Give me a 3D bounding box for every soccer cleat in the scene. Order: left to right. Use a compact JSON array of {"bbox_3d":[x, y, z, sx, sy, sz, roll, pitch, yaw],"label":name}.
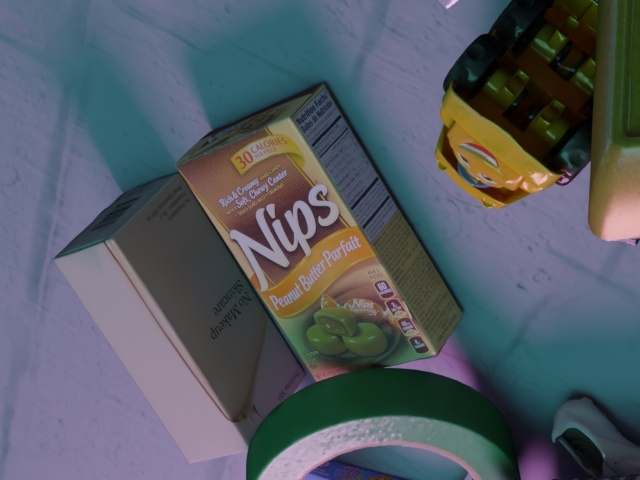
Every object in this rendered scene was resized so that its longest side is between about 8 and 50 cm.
[{"bbox_3d":[0.340,0.251,1.589,0.196,0.076,0.068,35,133,4],"label":"soccer cleat"}]

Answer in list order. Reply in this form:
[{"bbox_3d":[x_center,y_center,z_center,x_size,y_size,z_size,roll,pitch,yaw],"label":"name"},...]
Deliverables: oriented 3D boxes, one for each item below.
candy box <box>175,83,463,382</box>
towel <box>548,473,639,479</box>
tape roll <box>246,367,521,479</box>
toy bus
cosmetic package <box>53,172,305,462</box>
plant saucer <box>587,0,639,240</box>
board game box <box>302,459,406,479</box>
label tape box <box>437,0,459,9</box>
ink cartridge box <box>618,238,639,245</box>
[{"bbox_3d":[0.000,0.000,1.605,0.183,0.087,0.316,-19,111,39],"label":"candy box"},{"bbox_3d":[0.318,0.351,1.594,0.235,0.121,0.284,-10,144,28],"label":"towel"},{"bbox_3d":[0.073,0.286,1.678,0.321,0.077,0.321,-2,130,-2],"label":"tape roll"},{"bbox_3d":[0.178,-0.106,1.343,0.149,0.220,0.211,41,140,3],"label":"toy bus"},{"bbox_3d":[-0.165,0.095,1.725,0.113,0.160,0.309,-18,112,38],"label":"cosmetic package"},{"bbox_3d":[0.356,-0.180,1.120,0.333,0.333,0.081,-5,161,33],"label":"plant saucer"},{"bbox_3d":[0.037,0.363,1.877,0.211,0.039,0.160,11,127,24],"label":"board game box"},{"bbox_3d":[0.142,-0.378,1.105,0.249,0.115,0.347,43,133,-14],"label":"label tape box"},{"bbox_3d":[0.309,-0.059,1.394,0.029,0.063,0.115,16,129,22],"label":"ink cartridge box"}]
